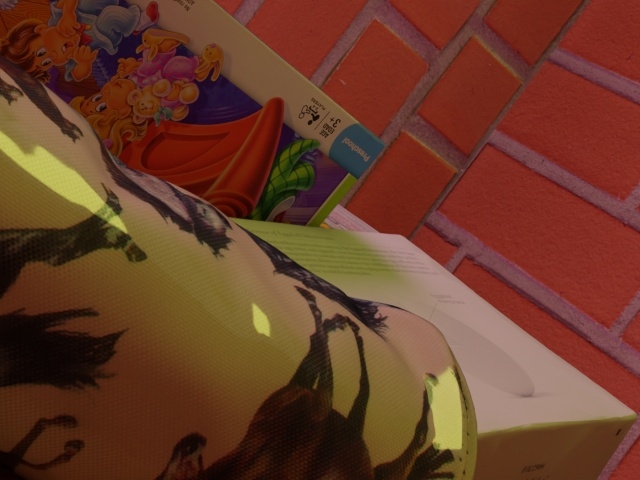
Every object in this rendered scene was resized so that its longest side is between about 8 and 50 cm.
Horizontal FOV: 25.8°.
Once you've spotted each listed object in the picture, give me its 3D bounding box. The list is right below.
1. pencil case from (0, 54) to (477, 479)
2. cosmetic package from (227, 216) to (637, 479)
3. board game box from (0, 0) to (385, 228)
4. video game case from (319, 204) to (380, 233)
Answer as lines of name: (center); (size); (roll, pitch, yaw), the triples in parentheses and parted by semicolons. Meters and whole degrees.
pencil case: (-0.124, 0.010, 0.609); (0.410, 0.160, 0.183); (36, 11, -25)
cosmetic package: (0.035, 0.102, 0.883); (0.224, 0.138, 0.224); (40, 20, 32)
board game box: (-0.147, -0.063, 0.846); (0.347, 0.233, 0.078); (34, 7, -46)
video game case: (0.000, 0.000, 1.305); (0.329, 0.036, 0.300); (35, 10, 10)
